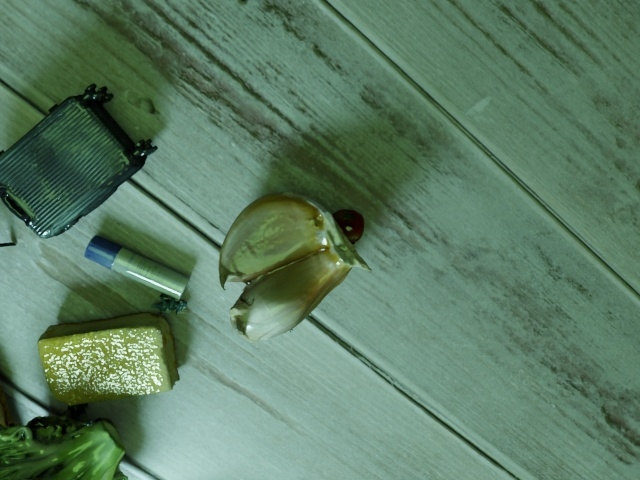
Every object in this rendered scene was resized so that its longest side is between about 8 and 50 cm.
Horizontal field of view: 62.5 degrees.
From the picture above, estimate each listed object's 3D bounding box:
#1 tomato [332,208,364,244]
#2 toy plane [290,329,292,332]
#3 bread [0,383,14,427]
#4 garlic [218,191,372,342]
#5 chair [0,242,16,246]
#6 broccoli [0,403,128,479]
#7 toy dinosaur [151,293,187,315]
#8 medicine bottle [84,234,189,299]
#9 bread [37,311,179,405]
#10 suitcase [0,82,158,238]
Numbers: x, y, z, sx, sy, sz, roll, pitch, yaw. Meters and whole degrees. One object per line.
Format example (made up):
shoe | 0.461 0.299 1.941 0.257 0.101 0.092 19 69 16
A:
tomato | 0.060 -0.029 1.225 0.087 0.087 0.075 3 129 -6
toy plane | -0.091 0.166 1.276 0.049 0.031 0.121 -35 106 11
bread | -0.805 0.399 1.203 0.166 0.132 0.295 -8 104 3
garlic | -0.077 0.059 1.157 0.313 0.249 0.286 -34 118 4
chair | -0.762 0.067 1.079 0.172 0.247 0.159 28 97 -9
broccoli | -0.566 0.522 1.158 0.271 0.334 0.324 -23 149 -28
toy dinosaur | -0.357 0.154 1.246 0.083 0.030 0.047 11 98 -7
medicine bottle | -0.417 0.062 1.207 0.230 0.059 0.059 26 98 -10
bread | -0.481 0.270 1.219 0.274 0.114 0.185 -7 106 -3
suitcase | -0.522 -0.162 1.115 0.312 0.128 0.202 -39 102 3
